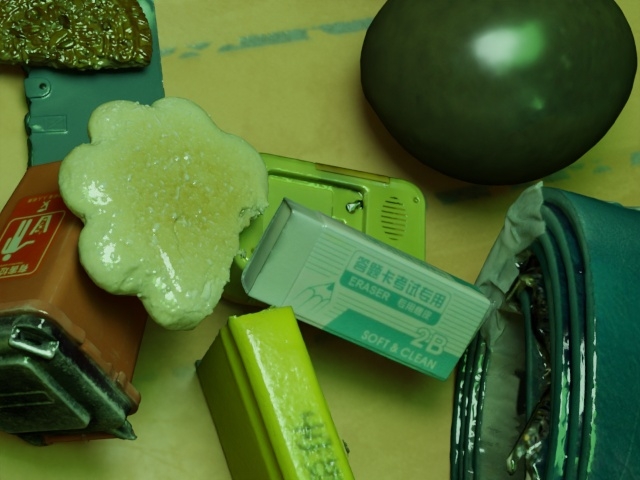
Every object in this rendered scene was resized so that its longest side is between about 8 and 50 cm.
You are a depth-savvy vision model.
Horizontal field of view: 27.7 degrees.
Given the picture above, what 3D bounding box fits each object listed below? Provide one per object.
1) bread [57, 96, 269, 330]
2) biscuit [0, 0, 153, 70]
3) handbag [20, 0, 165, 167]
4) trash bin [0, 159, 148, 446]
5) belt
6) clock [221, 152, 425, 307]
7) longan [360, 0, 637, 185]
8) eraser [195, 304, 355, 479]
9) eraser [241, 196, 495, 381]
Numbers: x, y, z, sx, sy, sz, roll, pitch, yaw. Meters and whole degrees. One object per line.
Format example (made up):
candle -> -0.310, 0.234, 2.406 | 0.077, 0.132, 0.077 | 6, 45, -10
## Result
bread -> -0.140, -0.043, 1.159 | 0.182, 0.039, 0.251 | 39, 41, -16
biscuit -> -0.272, -0.229, 1.323 | 0.206, 0.025, 0.126 | 1, 66, -2
handbag -> -0.233, -0.152, 1.335 | 0.144, 0.057, 0.221 | -3, 69, -12
trash bin -> -0.228, 0.054, 1.175 | 0.184, 0.161, 0.239 | 57, 37, -39
belt -> 0.237, 0.163, 1.203 | 0.173, 0.300, 0.437 | 16, 60, -13
clock -> 0.000, 0.000, 1.315 | 0.202, 0.096, 0.143 | 10, 62, -15
longan -> 0.190, -0.188, 1.385 | 0.300, 0.243, 0.300 | 15, 26, -8
eraser -> -0.037, 0.184, 1.186 | 0.069, 0.158, 0.226 | -13, 72, -25
eraser -> 0.045, 0.048, 1.232 | 0.225, 0.052, 0.096 | 25, 103, -20
